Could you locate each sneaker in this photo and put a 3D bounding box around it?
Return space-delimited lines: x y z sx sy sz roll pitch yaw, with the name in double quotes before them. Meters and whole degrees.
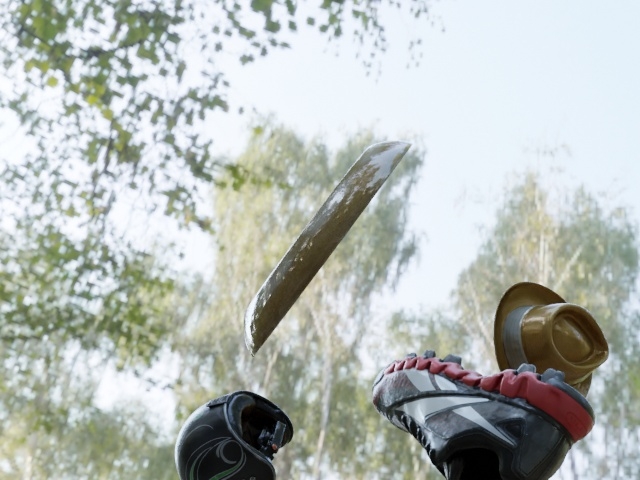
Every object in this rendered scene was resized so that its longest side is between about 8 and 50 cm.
"sneaker" 0.136 0.190 1.005 0.276 0.135 0.097 1 -40 52

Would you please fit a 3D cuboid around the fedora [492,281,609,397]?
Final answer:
"fedora" 0.305 0.134 1.269 0.194 0.194 0.079 37 -35 -25

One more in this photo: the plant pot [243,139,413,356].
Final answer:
"plant pot" 0.000 0.000 0.887 0.032 0.236 0.236 38 -43 1

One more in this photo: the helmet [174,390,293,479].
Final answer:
"helmet" -0.130 0.315 1.452 0.169 0.169 0.161 32 -61 -20
